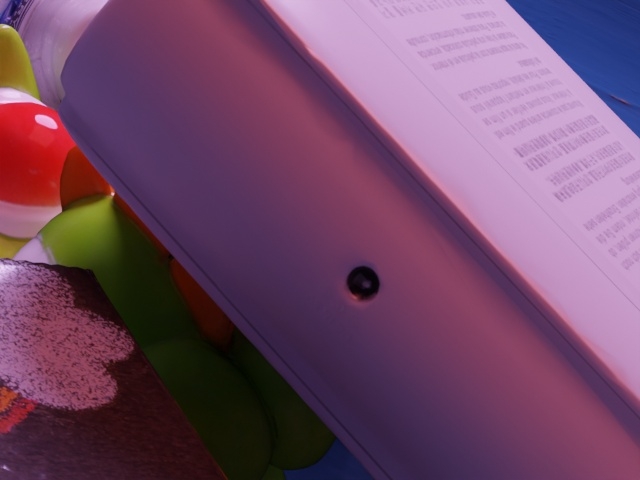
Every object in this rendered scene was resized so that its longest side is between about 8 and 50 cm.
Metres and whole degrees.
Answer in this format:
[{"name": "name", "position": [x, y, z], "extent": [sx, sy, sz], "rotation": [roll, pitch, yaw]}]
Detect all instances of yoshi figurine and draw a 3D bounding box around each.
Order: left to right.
[{"name": "yoshi figurine", "position": [-0.132, 0.053, 0.763], "extent": [0.362, 0.203, 0.203], "rotation": [30, -18, 45]}]

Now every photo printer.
[{"name": "photo printer", "position": [0.074, 0.013, 0.657], "extent": [0.307, 0.107, 0.256], "rotation": [47, 24, 8]}]

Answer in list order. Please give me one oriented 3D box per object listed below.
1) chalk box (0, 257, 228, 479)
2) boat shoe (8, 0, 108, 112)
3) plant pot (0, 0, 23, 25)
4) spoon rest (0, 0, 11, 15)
[{"name": "chalk box", "position": [-0.119, 0.150, 0.493], "extent": [0.180, 0.179, 0.289], "rotation": [8, 29, -37]}, {"name": "boat shoe", "position": [0.004, -0.008, 0.879], "extent": [0.367, 0.136, 0.156], "rotation": [42, -5, -23]}, {"name": "plant pot", "position": [-0.064, -0.110, 1.052], "extent": [0.236, 0.212, 0.236], "rotation": [13, 23, -28]}, {"name": "spoon rest", "position": [-0.280, -0.132, 1.086], "extent": [0.137, 0.084, 0.276], "rotation": [29, 36, 12]}]
